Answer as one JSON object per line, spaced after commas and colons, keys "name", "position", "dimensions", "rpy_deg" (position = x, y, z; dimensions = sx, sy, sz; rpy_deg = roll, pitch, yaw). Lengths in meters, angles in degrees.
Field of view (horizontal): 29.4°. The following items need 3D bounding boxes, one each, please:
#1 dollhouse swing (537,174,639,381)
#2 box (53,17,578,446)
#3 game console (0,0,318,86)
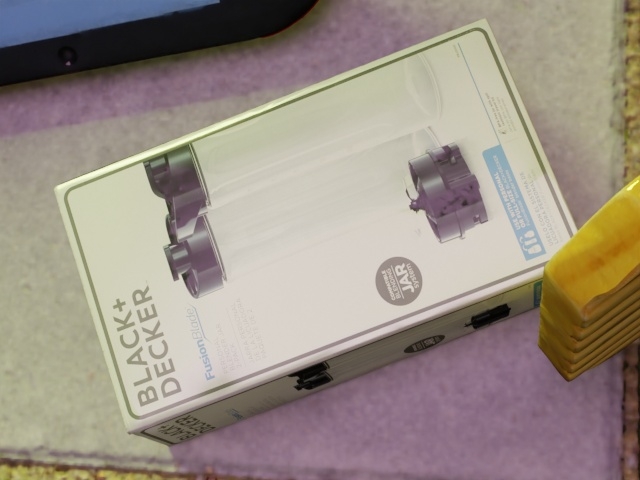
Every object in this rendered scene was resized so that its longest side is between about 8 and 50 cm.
{"name": "dollhouse swing", "position": [0.317, 0.017, 0.567], "dimensions": [0.315, 0.347, 0.305], "rpy_deg": [38, 85, 15]}
{"name": "box", "position": [0.000, 0.000, 0.759], "dimensions": [0.289, 0.087, 0.169], "rpy_deg": [-20, 74, 4]}
{"name": "game console", "position": [-0.202, -0.259, 0.751], "dimensions": [0.386, 0.342, 0.060], "rpy_deg": [-10, 38, 7]}
